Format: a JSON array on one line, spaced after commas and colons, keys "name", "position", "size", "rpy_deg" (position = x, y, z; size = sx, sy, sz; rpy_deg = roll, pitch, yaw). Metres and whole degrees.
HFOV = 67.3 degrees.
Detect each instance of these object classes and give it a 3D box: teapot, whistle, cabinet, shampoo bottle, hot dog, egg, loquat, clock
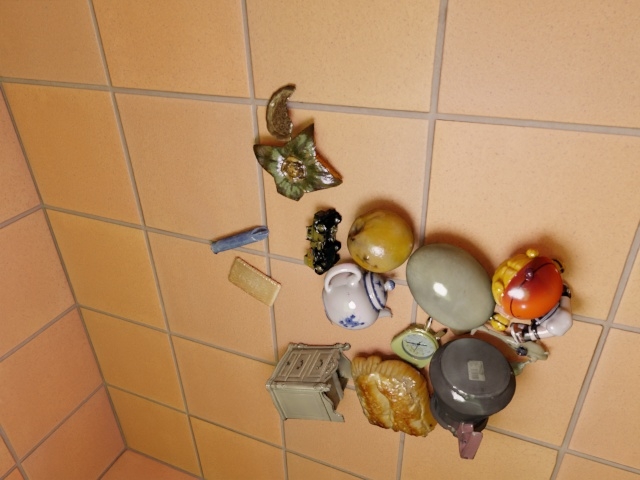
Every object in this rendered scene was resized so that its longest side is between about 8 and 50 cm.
[{"name": "teapot", "position": [0.157, 0.210, 1.861], "size": [0.280, 0.252, 0.424], "rpy_deg": [-21, 137, 18]}, {"name": "whistle", "position": [-0.355, -0.001, 2.100], "size": [0.305, 0.062, 0.062], "rpy_deg": [-15, 110, 32]}, {"name": "cabinet", "position": [-0.023, 0.634, 2.171], "size": [0.318, 0.290, 0.227], "rpy_deg": [-7, 116, 27]}, {"name": "teapot", "position": [0.551, 0.594, 1.800], "size": [0.306, 0.375, 0.361], "rpy_deg": [2, 136, 7]}, {"name": "shampoo bottle", "position": [0.733, 0.499, 1.849], "size": [0.056, 0.056, 0.195], "rpy_deg": [38, 136, 1]}, {"name": "hot dog", "position": [0.298, 0.642, 2.073], "size": [0.368, 0.196, 0.365], "rpy_deg": [-1, 130, 35]}, {"name": "egg", "position": [0.453, 0.159, 1.678], "size": [0.259, 0.258, 0.352], "rpy_deg": [-34, 101, 36]}, {"name": "loquat", "position": [0.220, 0.004, 1.728], "size": [0.244, 0.244, 0.243], "rpy_deg": [12, 123, 20]}, {"name": "clock", "position": [0.410, 0.412, 1.965], "size": [0.170, 0.069, 0.232], "rpy_deg": [39, 126, 1]}]

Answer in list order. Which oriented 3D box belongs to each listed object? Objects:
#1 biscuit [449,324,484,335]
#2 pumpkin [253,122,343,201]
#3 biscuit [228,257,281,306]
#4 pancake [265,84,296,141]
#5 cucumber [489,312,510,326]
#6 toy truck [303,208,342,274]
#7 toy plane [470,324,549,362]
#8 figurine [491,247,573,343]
[{"name": "biscuit", "position": [0.569, 0.329, 1.869], "size": [0.147, 0.018, 0.071], "rpy_deg": [-32, 99, 37]}, {"name": "pumpkin", "position": [-0.095, -0.279, 1.786], "size": [0.290, 0.095, 0.258], "rpy_deg": [-16, 106, 29]}, {"name": "biscuit", "position": [-0.304, 0.192, 2.208], "size": [0.250, 0.030, 0.160], "rpy_deg": [31, 127, 7]}, {"name": "pancake", "position": [-0.130, -0.446, 1.708], "size": [0.184, 0.020, 0.190], "rpy_deg": [-35, 75, 32]}, {"name": "cucumber", "position": [0.631, 0.283, 1.799], "size": [0.168, 0.039, 0.039], "rpy_deg": [18, 125, 18]}, {"name": "toy truck", "position": [0.004, 0.000, 1.891], "size": [0.127, 0.127, 0.256], "rpy_deg": [25, 127, 29]}, {"name": "toy plane", "position": [0.707, 0.374, 1.785], "size": [0.287, 0.092, 0.108], "rpy_deg": [25, 155, 2]}, {"name": "figurine", "position": [0.684, 0.173, 1.553], "size": [0.320, 0.196, 0.323], "rpy_deg": [-46, 115, -4]}]
